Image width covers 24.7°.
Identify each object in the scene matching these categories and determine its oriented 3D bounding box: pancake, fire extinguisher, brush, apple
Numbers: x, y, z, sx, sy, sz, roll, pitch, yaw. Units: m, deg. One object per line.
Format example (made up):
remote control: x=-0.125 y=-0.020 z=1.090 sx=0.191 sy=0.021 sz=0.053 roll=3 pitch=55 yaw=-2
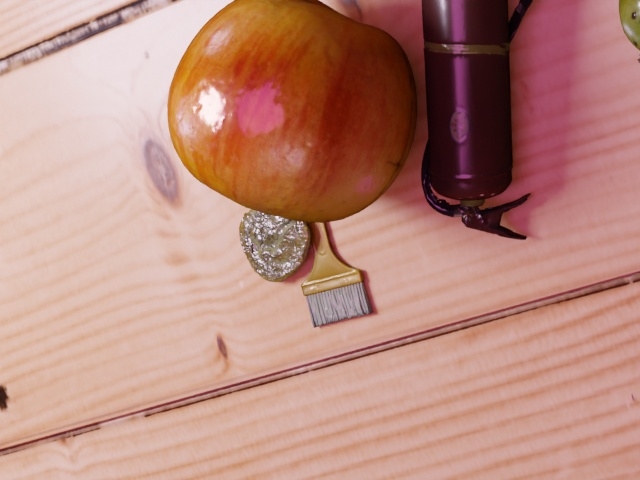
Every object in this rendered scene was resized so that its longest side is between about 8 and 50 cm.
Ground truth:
pancake: x=-0.055 y=-0.002 z=1.800 sx=0.108 sy=0.017 sz=0.108 roll=7 pitch=104 yaw=30
fire extinguisher: x=0.178 y=-0.163 z=1.634 sx=0.141 sy=0.105 sz=0.341 roll=-4 pitch=105 yaw=3
brush: x=0.000 y=0.000 z=1.785 sx=0.083 sy=0.011 sz=0.205 roll=-15 pitch=92 yaw=26
apple: x=-0.027 y=-0.151 z=1.625 sx=0.286 sy=0.286 sz=0.233 roll=25 pitch=105 yaw=18

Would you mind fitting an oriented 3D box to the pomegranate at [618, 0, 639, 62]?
pomegranate: x=0.375 y=-0.239 z=1.531 sx=0.130 sy=0.130 sz=0.130 roll=4 pitch=100 yaw=23
